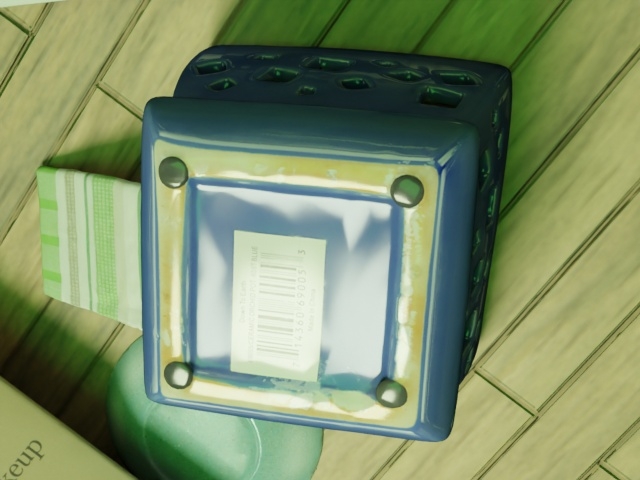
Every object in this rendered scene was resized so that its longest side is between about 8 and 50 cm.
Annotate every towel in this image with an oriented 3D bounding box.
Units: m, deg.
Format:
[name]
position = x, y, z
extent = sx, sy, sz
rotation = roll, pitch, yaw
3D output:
[towel]
position = -0.170, 0.002, 0.773
extent = 0.152, 0.023, 0.113
rotation = 13, 107, 42

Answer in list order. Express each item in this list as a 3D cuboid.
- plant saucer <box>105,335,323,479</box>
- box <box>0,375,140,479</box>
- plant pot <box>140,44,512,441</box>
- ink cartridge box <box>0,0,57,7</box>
[plant saucer]
position = -0.096, 0.162, 0.837
extent = 0.195, 0.037, 0.195
rotation = 4, 109, 12
[box]
position = -0.245, 0.219, 0.812
extent = 0.311, 0.121, 0.148
rotation = 36, 68, -2
[plant pot]
position = 0.000, 0.000, 0.671
extent = 0.236, 0.212, 0.236
rotation = 6, 108, 9
[ink cartridge box]
position = -0.160, -0.274, 0.682
extent = 0.154, 0.093, 0.212
rotation = -2, 109, 12
